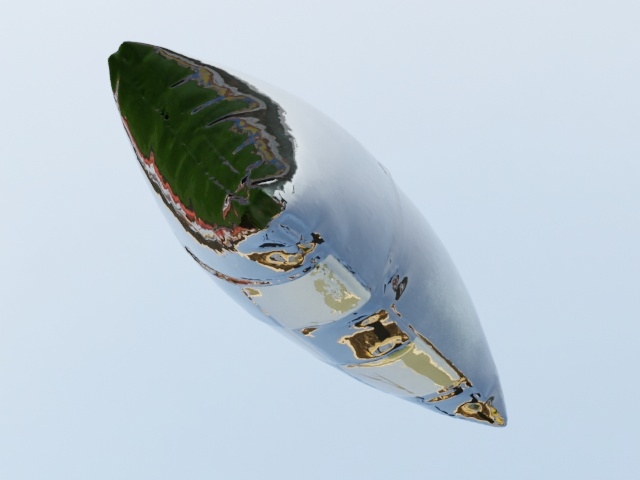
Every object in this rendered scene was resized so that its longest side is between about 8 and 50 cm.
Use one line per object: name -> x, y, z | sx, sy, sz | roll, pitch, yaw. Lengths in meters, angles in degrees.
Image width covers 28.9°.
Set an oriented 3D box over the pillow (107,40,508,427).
pillow -> 0.000, 0.000, 0.677 | 0.106, 0.250, 0.186 | -46, -136, 2
